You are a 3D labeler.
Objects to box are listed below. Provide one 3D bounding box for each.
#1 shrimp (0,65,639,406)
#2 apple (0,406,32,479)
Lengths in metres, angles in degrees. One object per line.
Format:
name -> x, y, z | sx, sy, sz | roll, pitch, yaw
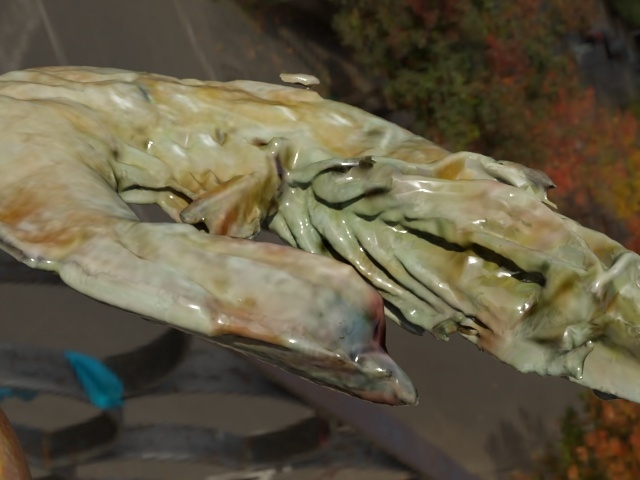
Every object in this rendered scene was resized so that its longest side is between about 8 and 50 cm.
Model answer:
shrimp -> 0.000, 0.000, 0.533 | 0.247, 0.360, 0.085 | -26, 135, -61
apple -> -0.391, 0.229, 0.907 | 0.384, 0.374, 0.374 | -41, 118, -43
